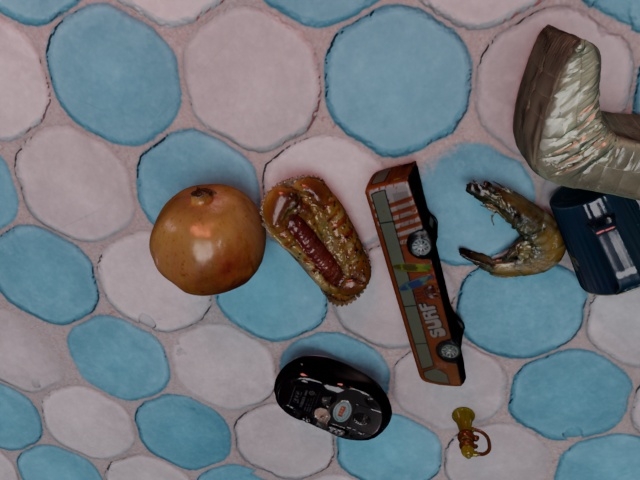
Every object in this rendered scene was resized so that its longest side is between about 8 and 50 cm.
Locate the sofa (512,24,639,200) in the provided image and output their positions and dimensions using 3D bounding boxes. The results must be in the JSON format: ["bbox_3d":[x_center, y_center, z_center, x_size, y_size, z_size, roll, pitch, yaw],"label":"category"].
[{"bbox_3d":[0.388,-0.171,0.750,0.225,0.210,0.176,13,116,5],"label":"sofa"}]

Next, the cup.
[{"bbox_3d":[0.430,-0.007,0.847,0.131,0.176,0.155,-26,104,22],"label":"cup"}]

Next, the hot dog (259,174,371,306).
[{"bbox_3d":[0.000,0.000,0.951,0.131,0.069,0.253,-37,111,-7],"label":"hot dog"}]

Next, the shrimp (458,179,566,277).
[{"bbox_3d":[0.300,-0.010,0.931,0.217,0.051,0.150,36,123,-14],"label":"shrimp"}]

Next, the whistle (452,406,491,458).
[{"bbox_3d":[0.292,0.382,1.096,0.057,0.109,0.046,28,117,-12],"label":"whistle"}]

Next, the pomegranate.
[{"bbox_3d":[-0.183,-0.004,0.929,0.191,0.191,0.191,3,117,7],"label":"pomegranate"}]

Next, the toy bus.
[{"bbox_3d":[0.175,0.070,0.964,0.092,0.093,0.409,-9,114,21],"label":"toy bus"}]

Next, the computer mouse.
[{"bbox_3d":[0.027,0.298,1.098,0.233,0.096,0.137,22,113,1],"label":"computer mouse"}]
